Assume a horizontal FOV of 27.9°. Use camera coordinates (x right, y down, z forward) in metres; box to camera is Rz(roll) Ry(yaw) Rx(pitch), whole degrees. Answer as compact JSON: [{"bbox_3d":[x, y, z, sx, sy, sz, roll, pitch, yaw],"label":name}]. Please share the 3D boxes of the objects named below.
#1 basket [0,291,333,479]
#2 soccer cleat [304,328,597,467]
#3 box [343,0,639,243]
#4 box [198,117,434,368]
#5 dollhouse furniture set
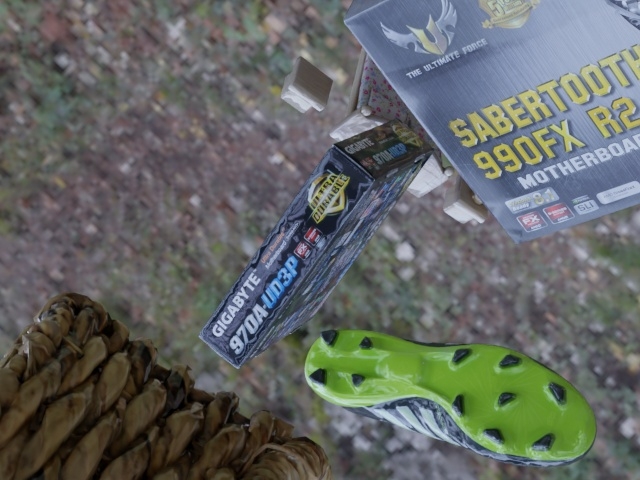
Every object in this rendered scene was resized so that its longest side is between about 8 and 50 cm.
[{"bbox_3d":[-0.070,0.181,0.389,0.223,0.213,0.299,36,-150,-5],"label":"basket"},{"bbox_3d":[0.075,0.088,0.733,0.179,0.060,0.072,12,165,30],"label":"soccer cleat"},{"bbox_3d":[0.157,-0.108,0.697,0.231,0.056,0.183,-20,122,37],"label":"box"},{"bbox_3d":[0.000,0.000,1.153,0.051,0.220,0.175,40,-156,9],"label":"box"},{"bbox_3d":[0.164,-0.215,1.479,0.356,0.303,0.174,32,139,-26],"label":"dollhouse furniture set"}]
